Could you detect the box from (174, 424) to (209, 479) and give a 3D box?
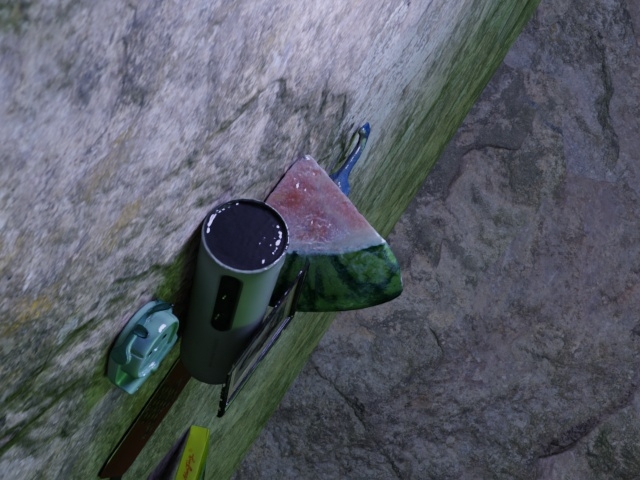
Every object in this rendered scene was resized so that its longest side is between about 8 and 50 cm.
[{"bbox_3d":[-0.282,0.552,2.052,0.335,0.047,0.187,102,2,-47],"label":"box"}]

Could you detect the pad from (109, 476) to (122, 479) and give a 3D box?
[{"bbox_3d":[-0.380,0.463,1.628,0.143,0.003,0.211,-49,169,-46],"label":"pad"}]

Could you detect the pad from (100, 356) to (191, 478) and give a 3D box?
[{"bbox_3d":[-0.256,0.264,1.566,0.267,0.004,0.181,-57,172,-8],"label":"pad"}]

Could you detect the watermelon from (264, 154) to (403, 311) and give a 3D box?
[{"bbox_3d":[0.000,0.000,1.471,0.213,0.261,0.201,91,5,-69],"label":"watermelon"}]

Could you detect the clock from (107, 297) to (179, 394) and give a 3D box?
[{"bbox_3d":[-0.206,0.117,1.159,0.101,0.041,0.135,-52,171,-31],"label":"clock"}]

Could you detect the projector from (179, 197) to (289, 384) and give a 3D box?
[{"bbox_3d":[-0.119,0.077,1.292,0.108,0.108,0.337,-52,171,-32],"label":"projector"}]

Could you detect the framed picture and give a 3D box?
[{"bbox_3d":[-0.080,0.138,1.348,0.195,0.010,0.199,-54,172,-27],"label":"framed picture"}]

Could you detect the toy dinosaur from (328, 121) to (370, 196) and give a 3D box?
[{"bbox_3d":[0.024,-0.070,1.734,0.248,0.075,0.188,104,12,-50],"label":"toy dinosaur"}]
